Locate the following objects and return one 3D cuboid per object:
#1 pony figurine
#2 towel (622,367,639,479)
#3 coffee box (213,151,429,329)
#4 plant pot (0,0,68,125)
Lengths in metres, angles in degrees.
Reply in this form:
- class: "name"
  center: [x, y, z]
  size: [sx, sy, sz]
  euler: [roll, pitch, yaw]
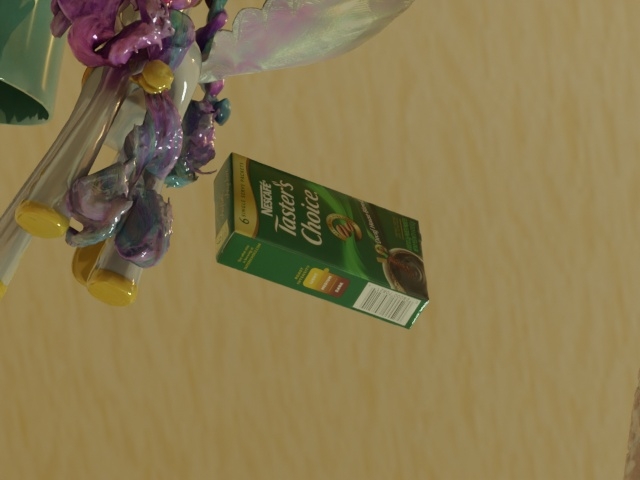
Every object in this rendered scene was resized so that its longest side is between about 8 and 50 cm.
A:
- class: "pony figurine"
  center: [-0.134, -0.138, 1.402]
  size: [0.302, 0.364, 0.351]
  euler: [27, 155, -15]
- class: "towel"
  center: [0.281, 0.298, 1.301]
  size: [0.053, 0.317, 0.332]
  euler: [-14, -147, 23]
- class: "coffee box"
  center: [0.000, 0.000, 1.525]
  size: [0.184, 0.040, 0.113]
  euler: [20, -145, -18]
- class: "plant pot"
  center: [-0.356, -0.262, 1.660]
  size: [0.293, 0.235, 0.293]
  euler: [13, 171, 2]
